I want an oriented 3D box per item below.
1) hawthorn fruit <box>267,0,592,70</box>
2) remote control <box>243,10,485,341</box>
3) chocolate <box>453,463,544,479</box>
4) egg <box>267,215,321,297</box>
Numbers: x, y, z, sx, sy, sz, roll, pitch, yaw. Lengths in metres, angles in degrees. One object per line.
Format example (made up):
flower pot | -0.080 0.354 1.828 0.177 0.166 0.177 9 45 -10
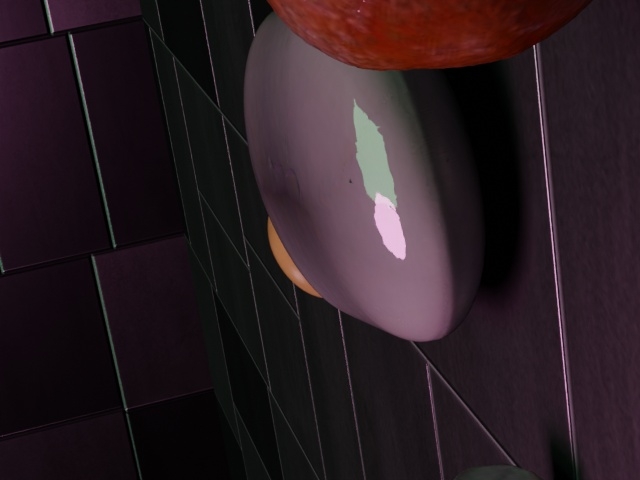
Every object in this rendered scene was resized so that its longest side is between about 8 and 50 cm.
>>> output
hawthorn fruit | 0.044 -0.147 0.539 0.173 0.173 0.172 167 90 -79
remote control | 0.021 -0.048 0.915 0.332 0.104 0.221 -160 51 -77
chocolate | 0.115 0.271 0.847 0.110 0.110 0.291 -132 33 -68
egg | 0.000 0.000 1.141 0.080 0.080 0.096 -119 13 -54
